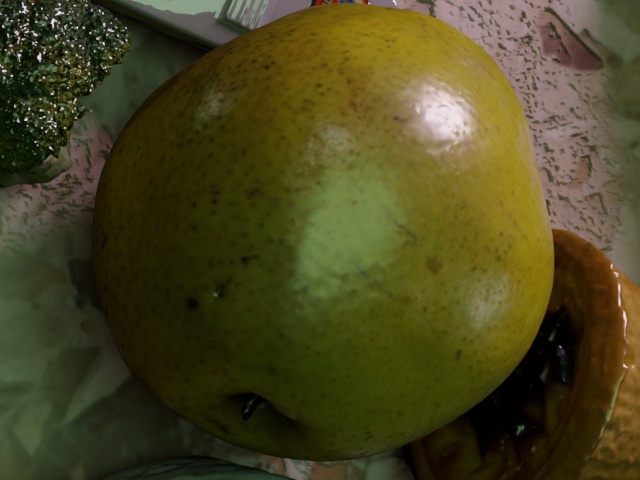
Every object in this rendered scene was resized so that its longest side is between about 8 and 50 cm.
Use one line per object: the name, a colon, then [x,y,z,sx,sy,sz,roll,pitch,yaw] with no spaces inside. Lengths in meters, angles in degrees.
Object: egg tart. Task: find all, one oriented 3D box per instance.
egg tart: [0.167,0.112,1.202,0.170,0.215,0.215,25,77,-30]

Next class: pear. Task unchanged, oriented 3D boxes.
pear: [0.000,0.000,1.101,0.294,0.294,0.294,2,84,-20]

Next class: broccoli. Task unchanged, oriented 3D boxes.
broccoli: [-0.203,-0.099,1.121,0.162,0.145,0.138,-47,135,-35]

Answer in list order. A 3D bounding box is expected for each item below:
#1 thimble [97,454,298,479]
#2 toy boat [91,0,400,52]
thimble: [-0.072,0.270,1.110,0.254,0.167,0.288,-33,98,-21]
toy boat: [-0.066,-0.192,1.195,0.295,0.088,0.129,24,78,-16]
